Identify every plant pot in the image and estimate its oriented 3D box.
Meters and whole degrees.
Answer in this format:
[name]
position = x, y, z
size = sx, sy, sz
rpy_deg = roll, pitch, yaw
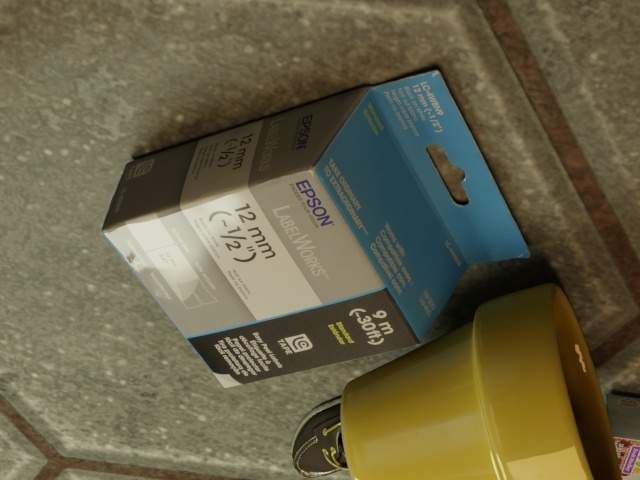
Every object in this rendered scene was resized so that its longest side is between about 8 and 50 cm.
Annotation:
[plant pot]
position = 0.158, 0.192, 1.312
size = 0.239, 0.254, 0.254
rpy_deg = -16, 128, 17

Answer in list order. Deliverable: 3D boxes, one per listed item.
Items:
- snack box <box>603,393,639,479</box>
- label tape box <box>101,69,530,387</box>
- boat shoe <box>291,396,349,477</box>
[snack box]
position = 0.391, 0.275, 1.486
size = 0.175, 0.070, 0.207
rpy_deg = 8, 135, 1
[label tape box]
position = 0.000, 0.000, 1.276
size = 0.348, 0.115, 0.249
rpy_deg = -14, 129, 25
[boat shoe]
position = 0.038, 0.227, 1.511
size = 0.081, 0.068, 0.228
rpy_deg = 34, 130, -19
